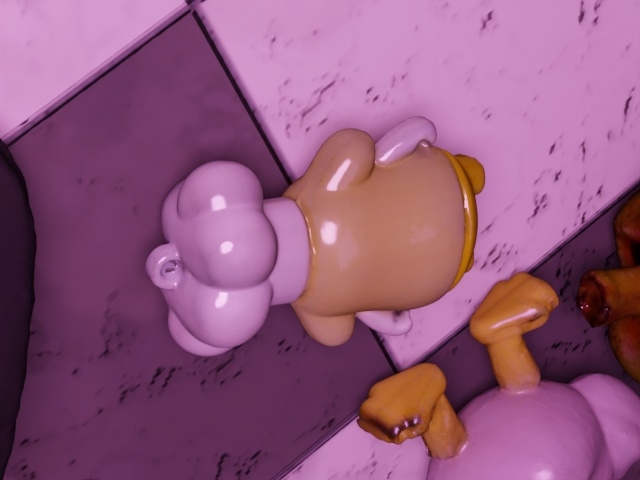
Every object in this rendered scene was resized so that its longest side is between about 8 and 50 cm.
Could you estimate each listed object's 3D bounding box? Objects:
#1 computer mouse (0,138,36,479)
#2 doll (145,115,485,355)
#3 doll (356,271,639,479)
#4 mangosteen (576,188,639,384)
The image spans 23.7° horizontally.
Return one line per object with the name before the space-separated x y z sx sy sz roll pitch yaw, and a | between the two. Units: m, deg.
computer mouse | -0.182 0.074 0.557 0.138 0.086 0.269 1 115 -37
doll | 0.000 0.000 0.657 0.162 0.062 0.106 -10 118 -31
doll | 0.137 0.183 0.846 0.160 0.094 0.365 -39 132 -13
mangosteen | 0.227 0.018 0.772 0.200 0.200 0.200 -18 126 -26
